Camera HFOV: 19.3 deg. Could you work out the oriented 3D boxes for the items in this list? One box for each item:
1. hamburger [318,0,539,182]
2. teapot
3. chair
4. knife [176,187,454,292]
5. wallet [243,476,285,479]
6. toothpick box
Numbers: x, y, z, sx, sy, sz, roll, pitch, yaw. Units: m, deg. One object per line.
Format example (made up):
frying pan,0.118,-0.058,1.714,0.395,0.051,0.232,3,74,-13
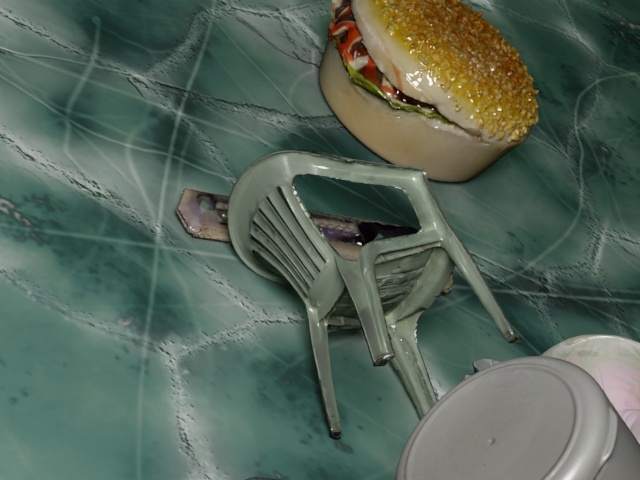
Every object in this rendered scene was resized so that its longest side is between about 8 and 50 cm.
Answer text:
hamburger,0.141,-0.210,2.362,0.302,0.170,0.302,25,33,-18
teapot,0.264,0.192,1.941,0.222,0.163,0.178,28,39,-11
chair,0.039,0.046,1.894,0.191,0.203,0.274,-2,50,-29
knife,0.003,-0.005,2.075,0.365,0.043,0.089,12,37,-32
wallet,0.067,0.380,1.590,0.228,0.062,0.406,13,37,-33
toothpick box,0.226,0.284,1.683,0.316,0.229,0.229,52,21,-31
